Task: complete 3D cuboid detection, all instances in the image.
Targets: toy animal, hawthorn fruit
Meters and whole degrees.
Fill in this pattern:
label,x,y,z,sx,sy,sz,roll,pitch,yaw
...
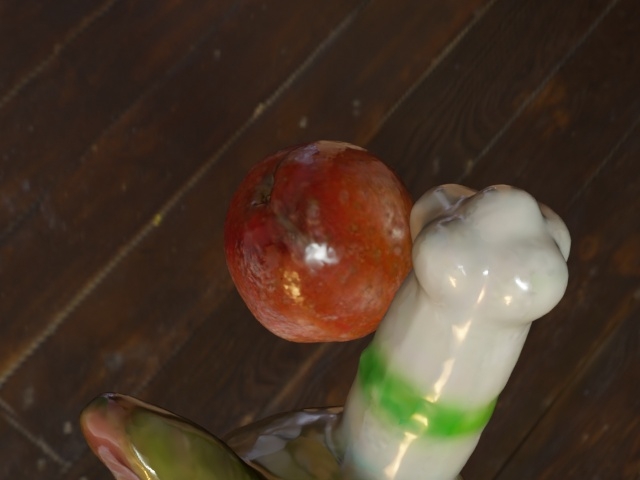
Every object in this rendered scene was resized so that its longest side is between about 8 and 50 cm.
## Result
label,x,y,z,sx,sy,sz,roll,pitch,yaw
toy animal,0.000,0.155,0.557,0.181,0.363,0.180,-19,62,-27
hawthorn fruit,0.000,0.000,1.241,0.173,0.173,0.173,2,62,-3
